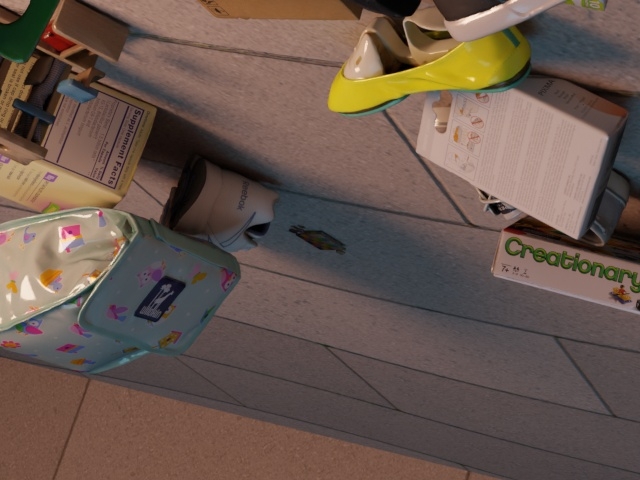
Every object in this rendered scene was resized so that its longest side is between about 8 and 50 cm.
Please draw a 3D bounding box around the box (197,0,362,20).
[{"bbox_3d":[-0.078,-0.242,1.354,0.164,0.021,0.201,7,160,36],"label":"box"}]

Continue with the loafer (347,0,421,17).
[{"bbox_3d":[0.005,-0.223,1.259,0.170,0.062,0.061,33,164,-38],"label":"loafer"}]

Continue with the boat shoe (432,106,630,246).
[{"bbox_3d":[0.196,-0.058,1.560,0.227,0.081,0.079,23,164,-17],"label":"boat shoe"}]

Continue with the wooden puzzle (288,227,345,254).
[{"bbox_3d":[0.000,0.000,2.119,0.049,0.006,0.083,1,157,47],"label":"wooden puzzle"}]

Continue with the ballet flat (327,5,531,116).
[{"bbox_3d":[0.080,-0.161,1.387,0.231,0.077,0.077,-3,133,47],"label":"ballet flat"}]

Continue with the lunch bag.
[{"bbox_3d":[-0.251,0.050,1.892,0.262,0.160,0.223,-18,156,27],"label":"lunch bag"}]

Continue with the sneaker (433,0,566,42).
[{"bbox_3d":[0.144,-0.235,0.981,0.147,0.104,0.296,47,139,-18],"label":"sneaker"}]

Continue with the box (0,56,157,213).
[{"bbox_3d":[-0.340,-0.124,1.877,0.243,0.117,0.213,23,164,-13],"label":"box"}]

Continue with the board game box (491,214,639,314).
[{"bbox_3d":[0.340,0.040,1.656,0.305,0.053,0.193,15,-171,12],"label":"board game box"}]

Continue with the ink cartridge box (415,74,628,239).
[{"bbox_3d":[0.179,-0.096,1.463,0.179,0.045,0.145,32,145,19],"label":"ink cartridge box"}]

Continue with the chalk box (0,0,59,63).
[{"bbox_3d":[-0.344,-0.240,1.262,0.289,0.180,0.179,25,-164,-19],"label":"chalk box"}]

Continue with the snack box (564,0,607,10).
[{"bbox_3d":[0.155,-0.218,1.140,0.100,0.037,0.141,13,163,17],"label":"snack box"}]

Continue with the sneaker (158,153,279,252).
[{"bbox_3d":[-0.138,-0.017,2.045,0.129,0.111,0.297,16,166,-11],"label":"sneaker"}]

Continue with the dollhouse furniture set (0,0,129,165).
[{"bbox_3d":[-0.306,-0.171,1.651,0.129,0.129,0.184,26,164,-25],"label":"dollhouse furniture set"}]
